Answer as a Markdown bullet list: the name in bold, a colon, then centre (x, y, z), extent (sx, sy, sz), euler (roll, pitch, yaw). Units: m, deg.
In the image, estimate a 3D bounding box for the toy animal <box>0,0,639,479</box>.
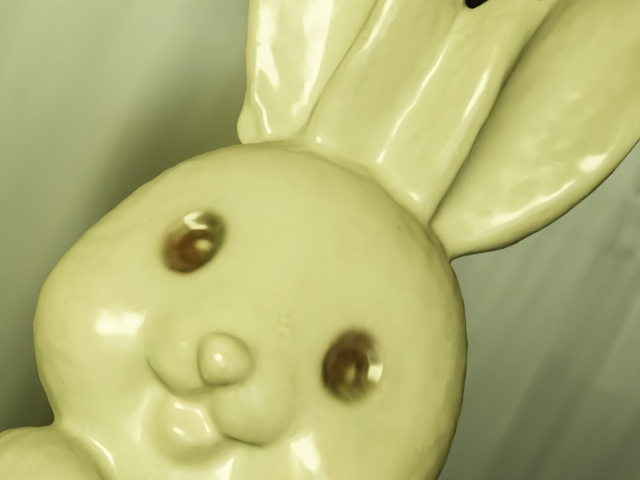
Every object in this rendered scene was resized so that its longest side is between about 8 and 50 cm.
- **toy animal**: centre (0.001, 0.003, 0.427), extent (0.104, 0.131, 0.220), euler (28, 101, 6)
